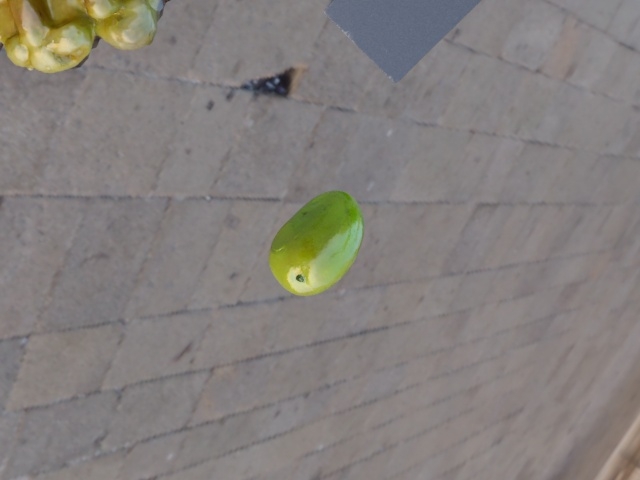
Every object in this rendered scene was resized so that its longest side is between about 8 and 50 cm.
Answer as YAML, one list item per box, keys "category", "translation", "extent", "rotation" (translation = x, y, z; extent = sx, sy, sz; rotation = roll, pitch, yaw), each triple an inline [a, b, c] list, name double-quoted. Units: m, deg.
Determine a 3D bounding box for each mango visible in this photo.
- category: "mango"
  translation: [0.000, 0.000, 0.838]
  extent: [0.056, 0.074, 0.108]
  rotation: [58, 44, -43]

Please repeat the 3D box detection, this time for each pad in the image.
- category: "pad"
  translation: [0.121, -0.299, 1.130]
  extent: [0.211, 0.003, 0.143]
  rotation: [-43, 126, 13]

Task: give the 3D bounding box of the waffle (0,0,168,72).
- category: "waffle"
  translation: [-0.180, -0.239, 0.562]
  extent: [0.058, 0.301, 0.281]
  rotation: [48, 49, -79]
